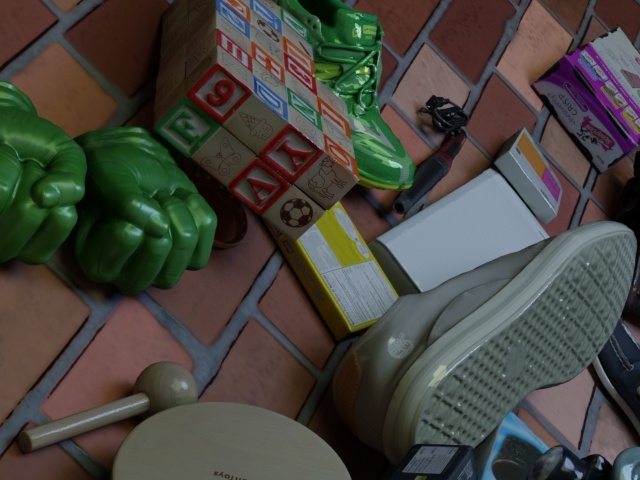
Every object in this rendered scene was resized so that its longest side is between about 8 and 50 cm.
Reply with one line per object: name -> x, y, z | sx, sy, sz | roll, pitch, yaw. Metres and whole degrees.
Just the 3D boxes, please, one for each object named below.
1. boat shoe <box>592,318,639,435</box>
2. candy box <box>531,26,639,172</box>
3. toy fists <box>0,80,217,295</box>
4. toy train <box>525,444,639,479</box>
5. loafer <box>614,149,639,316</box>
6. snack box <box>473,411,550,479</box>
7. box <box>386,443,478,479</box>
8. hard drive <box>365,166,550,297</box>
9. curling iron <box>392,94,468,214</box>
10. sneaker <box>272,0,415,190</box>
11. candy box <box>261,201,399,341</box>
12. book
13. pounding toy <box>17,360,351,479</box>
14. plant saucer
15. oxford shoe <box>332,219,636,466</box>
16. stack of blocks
boat shoe -> 0.386, 0.181, 1.764 | 0.095, 0.079, 0.254 | 2, 56, -49
candy box -> 0.405, -0.200, 2.169 | 0.159, 0.071, 0.233 | 53, 34, 5
toy fists -> -0.204, -0.040, 1.271 | 0.279, 0.096, 0.142 | 17, 46, -42
toy train -> 0.298, 0.330, 1.366 | 0.334, 0.142, 0.190 | 42, 48, -12
loafer -> 0.417, -0.018, 1.983 | 0.095, 0.109, 0.302 | -1, 43, 3
snack box -> 0.250, 0.331, 1.472 | 0.322, 0.060, 0.187 | 44, 35, -10
box -> 0.072, 0.293, 1.224 | 0.233, 0.059, 0.183 | -42, 125, -56
hard drive -> 0.180, 0.043, 1.693 | 0.203, 0.040, 0.307 | 53, 33, 4
curling iron -> 0.120, -0.092, 1.759 | 0.068, 0.035, 0.274 | 41, 33, -7
sneaker -> 0.015, -0.182, 1.643 | 0.109, 0.123, 0.295 | -12, 67, -54
candy box -> 0.000, 0.000, 1.534 | 0.105, 0.027, 0.206 | -14, 68, -52
book -> 0.256, -0.078, 1.877 | 0.096, 0.035, 0.144 | 52, 18, -3
pounding toy -> -0.093, 0.208, 1.177 | 0.237, 0.110, 0.183 | 31, 37, 26
plant saucer -> -0.104, -0.028, 1.451 | 0.083, 0.013, 0.083 | 31, 38, -28
oxford shoe -> 0.170, 0.079, 1.498 | 0.130, 0.169, 0.449 | 18, 31, 35
stack of blocks -> -0.063, -0.144, 1.482 | 0.171, 0.087, 0.297 | 38, 20, -22
